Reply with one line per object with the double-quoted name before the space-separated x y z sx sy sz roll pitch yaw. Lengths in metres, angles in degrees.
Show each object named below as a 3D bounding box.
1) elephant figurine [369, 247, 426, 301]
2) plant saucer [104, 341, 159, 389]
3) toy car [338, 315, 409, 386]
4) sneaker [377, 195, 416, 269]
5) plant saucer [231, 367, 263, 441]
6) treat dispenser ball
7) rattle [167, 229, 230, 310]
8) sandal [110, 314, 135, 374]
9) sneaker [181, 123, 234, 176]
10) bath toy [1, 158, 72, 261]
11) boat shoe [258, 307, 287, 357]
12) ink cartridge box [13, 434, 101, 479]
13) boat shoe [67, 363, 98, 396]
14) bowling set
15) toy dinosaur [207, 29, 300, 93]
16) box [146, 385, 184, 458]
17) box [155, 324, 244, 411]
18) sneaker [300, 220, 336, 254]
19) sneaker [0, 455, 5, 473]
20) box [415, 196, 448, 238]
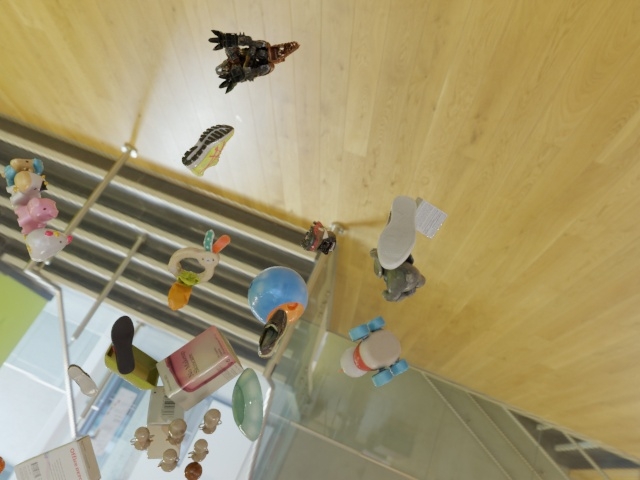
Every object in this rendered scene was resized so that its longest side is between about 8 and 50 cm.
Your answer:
"elephant figurine" 0.238 0.081 1.597 0.169 0.239 0.186 0 142 -45
"plant saucer" -0.611 0.402 1.498 0.188 0.045 0.188 41 177 -16
"toy car" 0.165 0.442 1.756 0.238 0.210 0.219 -39 73 40
"sneaker" 0.231 0.010 1.393 0.104 0.296 0.147 10 135 12
"plant saucer" -0.209 0.449 1.270 0.037 0.195 0.195 3 167 -30
"treat dispenser ball" -0.202 0.267 2.221 0.288 0.288 0.288 20 155 10
"rattle" -0.336 0.076 1.259 0.200 0.143 0.130 -29 106 23
"sandal" -0.595 0.312 1.392 0.067 0.179 0.040 -6 -171 -39
"sneaker" -0.351 -0.289 1.492 0.081 0.208 0.094 31 160 32
"bath toy" -0.895 -0.098 1.469 0.348 0.129 0.151 59 147 19
"boat shoe" -0.186 0.356 1.840 0.080 0.223 0.073 15 140 11
"ink cartridge box" -0.856 0.760 1.520 0.093 0.212 0.154 94 154 -81
"boat shoe" -0.736 0.432 1.436 0.125 0.046 0.038 58 163 -26
"bowling set" -0.435 0.664 1.444 0.287 0.200 0.154 -4 141 -23
"toy dinosaur" -0.204 -0.546 1.372 0.322 0.218 0.164 -26 91 40
"box" -0.561 0.665 1.684 0.121 0.148 0.311 5 137 -15
"box" -0.399 0.422 1.542 0.148 0.232 0.127 47 166 42
"sneaker" 0.000 0.000 1.849 0.135 0.097 0.276 35 -167 -1
"sneaker" -0.641 0.462 0.881 0.175 0.064 0.067 -36 87 28
"box" 0.445 -0.097 1.975 0.137 0.126 0.072 29 -170 -16
